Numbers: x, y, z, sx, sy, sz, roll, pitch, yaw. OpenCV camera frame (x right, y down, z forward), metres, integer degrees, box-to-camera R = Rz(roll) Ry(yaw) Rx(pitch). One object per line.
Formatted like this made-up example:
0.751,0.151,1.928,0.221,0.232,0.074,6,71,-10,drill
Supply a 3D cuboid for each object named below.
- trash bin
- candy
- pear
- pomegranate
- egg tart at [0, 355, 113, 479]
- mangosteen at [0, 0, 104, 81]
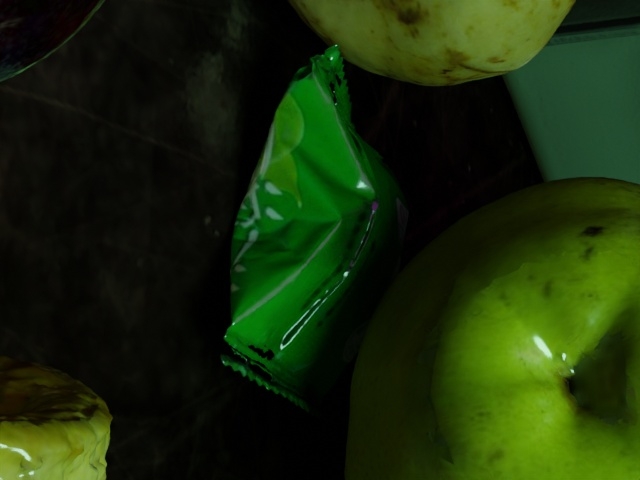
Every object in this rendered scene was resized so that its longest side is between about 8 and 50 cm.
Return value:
0.287,-0.082,1.205,0.223,0.158,0.343,-53,132,-43,trash bin
0.002,-0.001,0.857,0.141,0.078,0.203,34,63,-47,candy
0.147,0.108,0.826,0.294,0.294,0.294,12,75,-53,pear
0.071,-0.200,0.863,0.215,0.215,0.215,12,75,-53,pomegranate
-0.181,0.113,0.506,0.202,0.202,0.147,7,94,-54,egg tart
-0.194,-0.131,0.503,0.289,0.231,0.231,-47,127,-14,mangosteen
